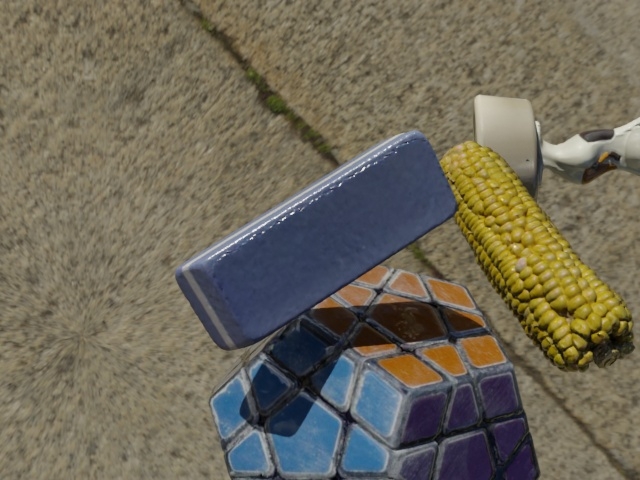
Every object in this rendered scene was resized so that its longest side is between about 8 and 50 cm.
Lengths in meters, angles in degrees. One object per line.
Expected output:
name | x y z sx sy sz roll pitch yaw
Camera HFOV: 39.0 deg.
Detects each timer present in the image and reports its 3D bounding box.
timer | 0.346 -0.119 1.233 0.266 0.175 0.175 -3 84 8

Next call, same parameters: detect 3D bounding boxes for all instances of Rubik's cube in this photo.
Rubik's cube | 0.046 0.176 0.857 0.319 0.264 0.318 -4 81 27

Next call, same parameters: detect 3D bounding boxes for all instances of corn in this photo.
corn | 0.214 0.009 0.942 0.101 0.101 0.291 -20 60 -16

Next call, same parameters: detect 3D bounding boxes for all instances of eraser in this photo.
eraser | 0.000 0.000 0.714 0.225 0.036 0.082 -33 106 -11
